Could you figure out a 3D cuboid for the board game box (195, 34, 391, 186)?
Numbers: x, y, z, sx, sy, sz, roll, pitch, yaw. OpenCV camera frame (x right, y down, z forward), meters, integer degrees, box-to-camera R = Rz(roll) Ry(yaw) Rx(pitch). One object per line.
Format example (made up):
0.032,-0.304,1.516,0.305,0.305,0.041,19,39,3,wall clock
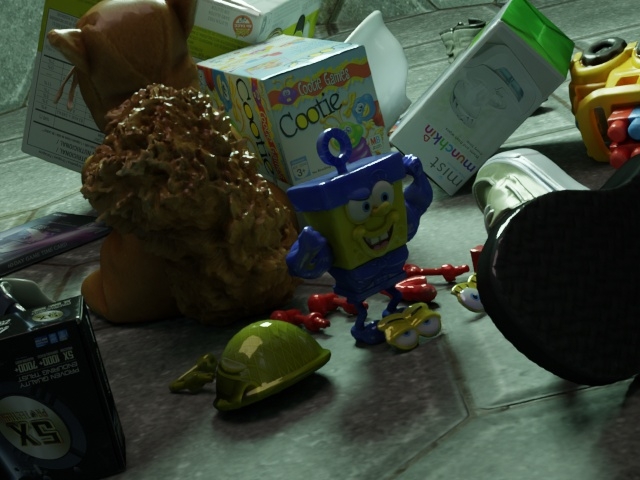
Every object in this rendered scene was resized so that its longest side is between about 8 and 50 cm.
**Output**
-0.041,-0.177,1.675,0.144,0.142,0.275,-21,18,-17,board game box

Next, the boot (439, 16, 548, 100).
0.284,-0.300,2.188,0.083,0.161,0.246,-21,17,-24,boot

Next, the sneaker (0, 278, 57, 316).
-0.331,0.124,1.193,0.086,0.163,0.226,41,44,24,sneaker

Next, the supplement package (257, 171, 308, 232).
-0.021,-0.079,1.776,0.105,0.105,0.179,-21,17,-26,supplement package

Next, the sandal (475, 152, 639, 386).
0.253,0.028,1.148,0.107,0.167,0.446,-33,-7,37,sandal

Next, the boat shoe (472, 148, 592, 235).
0.228,-0.027,1.390,0.094,0.109,0.302,-19,19,-13,boat shoe

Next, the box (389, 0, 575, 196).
0.231,-0.214,1.805,0.231,0.127,0.262,-48,3,22,box

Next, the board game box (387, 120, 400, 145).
0.034,-0.182,2.235,0.145,0.027,0.281,-26,20,-34,board game box

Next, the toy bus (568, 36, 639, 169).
0.415,-0.168,1.702,0.220,0.149,0.211,-2,35,42,toy bus

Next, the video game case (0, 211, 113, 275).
-0.483,0.015,1.981,0.274,0.026,0.196,-23,18,-34,video game case

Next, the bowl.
0.049,-0.203,1.989,0.298,0.134,0.298,-52,0,-1,bowl

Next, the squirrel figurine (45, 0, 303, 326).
-0.166,-0.101,1.474,0.281,0.370,0.397,-17,16,-15,squirrel figurine

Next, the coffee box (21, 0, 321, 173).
-0.226,-0.274,2.016,0.338,0.334,0.337,19,23,11,coffee box

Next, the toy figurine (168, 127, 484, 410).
0.000,0.000,1.273,0.362,0.217,0.191,-23,18,-32,toy figurine

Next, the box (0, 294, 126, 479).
-0.276,0.147,1.117,0.180,0.147,0.077,-14,15,-6,box
